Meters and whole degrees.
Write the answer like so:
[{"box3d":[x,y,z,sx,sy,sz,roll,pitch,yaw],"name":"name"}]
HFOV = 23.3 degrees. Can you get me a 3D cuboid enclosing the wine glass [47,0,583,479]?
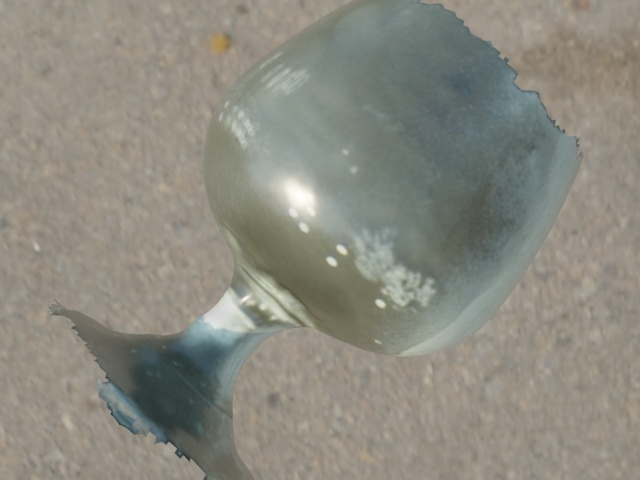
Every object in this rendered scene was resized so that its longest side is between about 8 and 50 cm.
[{"box3d":[0.000,0.000,1.006,0.323,0.238,0.238,-43,53,0],"name":"wine glass"}]
